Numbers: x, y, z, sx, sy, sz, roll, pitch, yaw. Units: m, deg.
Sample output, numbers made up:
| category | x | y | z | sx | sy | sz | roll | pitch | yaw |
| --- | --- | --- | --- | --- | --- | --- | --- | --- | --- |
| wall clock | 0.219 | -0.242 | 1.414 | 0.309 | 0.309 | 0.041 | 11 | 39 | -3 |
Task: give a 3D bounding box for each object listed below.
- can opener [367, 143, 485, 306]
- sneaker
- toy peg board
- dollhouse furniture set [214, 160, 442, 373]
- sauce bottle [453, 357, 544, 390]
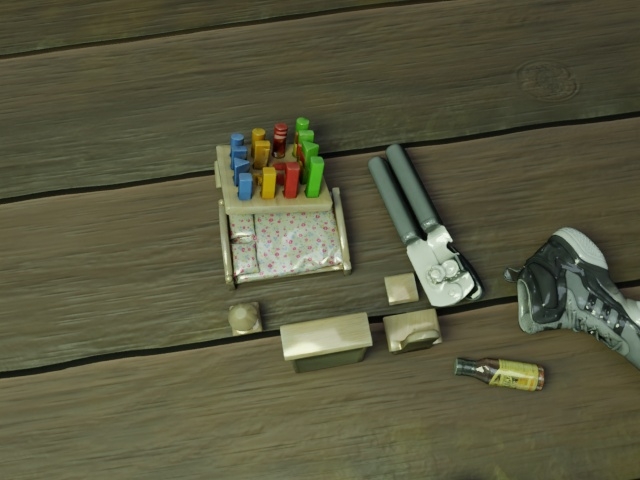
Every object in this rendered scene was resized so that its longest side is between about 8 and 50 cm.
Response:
| category | x | y | z | sx | sy | sz | roll | pitch | yaw |
| --- | --- | --- | --- | --- | --- | --- | --- | --- | --- |
| can opener | 0.159 | -0.021 | 0.994 | 0.074 | 0.093 | 0.280 | -33 | 69 | 22 |
| sneaker | 0.387 | 0.120 | 0.931 | 0.153 | 0.101 | 0.268 | -29 | 69 | -7 |
| toy peg board | -0.072 | -0.123 | 0.968 | 0.161 | 0.079 | 0.161 | -3 | 43 | -14 |
| dollhouse furniture set | 0.000 | 0.000 | 0.933 | 0.303 | 0.174 | 0.355 | -9 | 73 | -2 |
| sauce bottle | 0.264 | 0.196 | 0.937 | 0.128 | 0.042 | 0.042 | 6 | 73 | 5 |
